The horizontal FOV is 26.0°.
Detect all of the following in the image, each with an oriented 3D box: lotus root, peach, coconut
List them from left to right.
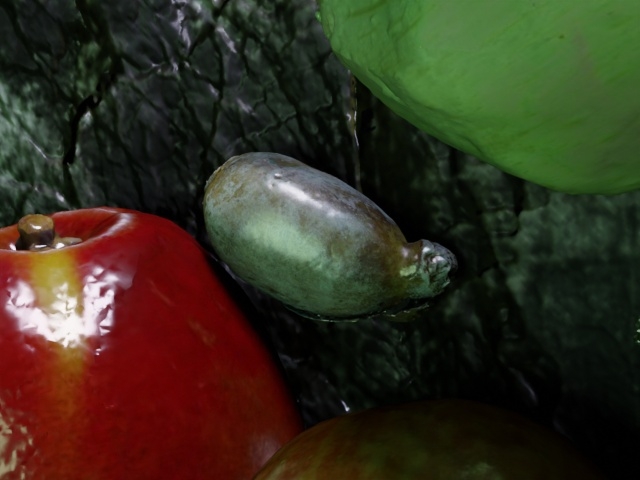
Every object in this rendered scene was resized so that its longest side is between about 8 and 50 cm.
[{"bbox_3d":[-0.123,0.143,0.826,0.201,0.258,0.361,-13,91,37],"label":"peach"},{"bbox_3d":[-0.001,0.002,0.811,0.165,0.088,0.088,27,119,17],"label":"lotus root"},{"bbox_3d":[0.137,-0.179,0.528,0.328,0.281,0.328,-32,45,39],"label":"coconut"}]

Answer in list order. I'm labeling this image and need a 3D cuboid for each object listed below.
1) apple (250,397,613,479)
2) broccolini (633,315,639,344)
[{"bbox_3d":[0.069,0.227,0.722,0.278,0.250,0.309,3,126,4],"label":"apple"},{"bbox_3d":[0.257,0.062,0.652,0.216,0.058,0.067,15,145,31],"label":"broccolini"}]
